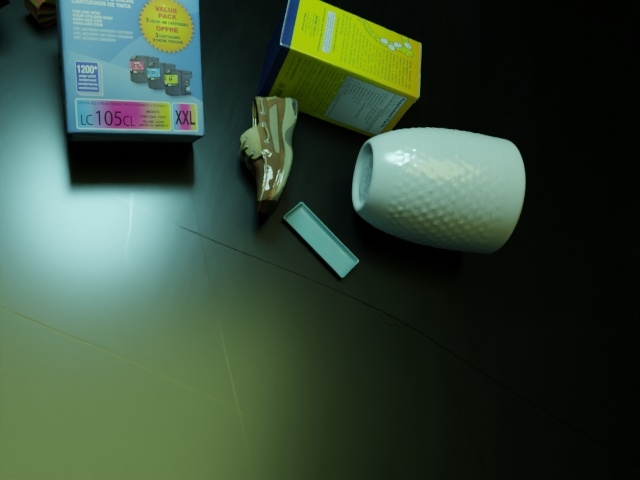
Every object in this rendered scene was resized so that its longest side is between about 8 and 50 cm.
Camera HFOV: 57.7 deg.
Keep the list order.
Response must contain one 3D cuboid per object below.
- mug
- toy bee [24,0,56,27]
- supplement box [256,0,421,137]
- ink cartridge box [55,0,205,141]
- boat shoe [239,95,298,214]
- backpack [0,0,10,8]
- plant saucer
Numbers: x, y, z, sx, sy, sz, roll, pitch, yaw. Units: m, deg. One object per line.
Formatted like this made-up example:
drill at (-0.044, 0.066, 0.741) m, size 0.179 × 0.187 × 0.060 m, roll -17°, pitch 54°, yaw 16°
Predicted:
mug at (0.246, -0.150, 1.381) m, size 0.328 × 0.276 × 0.374 m, roll 7°, pitch 32°, yaw -13°
toy bee at (-0.519, -0.598, 1.247) m, size 0.195 × 0.162 × 0.298 m, roll 30°, pitch 80°, yaw -1°
supplement box at (0.049, -0.427, 1.448) m, size 0.356 × 0.194 × 0.195 m, roll 17°, pitch 60°, yaw -16°
ink cartridge box at (-0.387, -0.403, 1.178) m, size 0.270 × 0.151 × 0.396 m, roll -4°, pitch 93°, yaw -26°
boat shoe at (-0.127, -0.202, 1.314) m, size 0.119 × 0.123 × 0.324 m, roll 12°, pitch 53°, yaw -12°
backpack at (-0.715, -0.514, 1.165) m, size 0.152 × 0.182 × 0.115 m, roll 14°, pitch 60°, yaw -41°
plant saucer at (0.000, 0.000, 1.320) m, size 0.192 × 0.018 × 0.067 m, roll 46°, pitch 56°, yaw 2°
